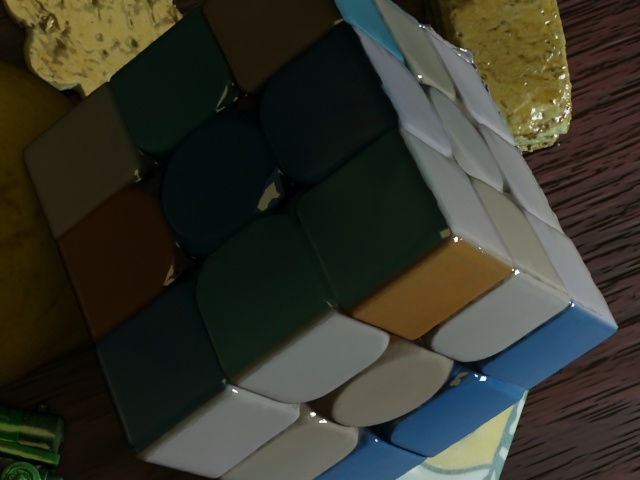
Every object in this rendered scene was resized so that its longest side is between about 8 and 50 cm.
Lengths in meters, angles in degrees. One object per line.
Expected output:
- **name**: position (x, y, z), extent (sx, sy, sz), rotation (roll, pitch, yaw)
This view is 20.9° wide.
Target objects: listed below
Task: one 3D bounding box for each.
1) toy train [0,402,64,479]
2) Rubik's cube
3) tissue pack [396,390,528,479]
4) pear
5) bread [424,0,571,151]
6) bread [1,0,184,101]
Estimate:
- **toy train**: position (-0.388, 0.206, 1.823), extent (0.251, 0.085, 0.119), rotation (14, 70, -8)
- **Rubik's cube**: position (0.000, 0.000, 1.563), extent (0.344, 0.347, 0.346), rotation (-37, 57, 19)
- **tissue pack**: position (0.111, 0.127, 1.804), extent (0.228, 0.128, 0.311), rotation (25, 84, -43)
- **pear**: position (-0.384, -0.014, 1.701), extent (0.418, 0.362, 0.362), rotation (6, 86, -29)
- **bread**: position (0.194, -0.193, 1.888), extent (0.138, 0.102, 0.196), rotation (-7, 89, -3)
- **bread**: position (-0.246, -0.252, 1.880), extent (0.182, 0.039, 0.251), rotation (-23, 89, -6)
